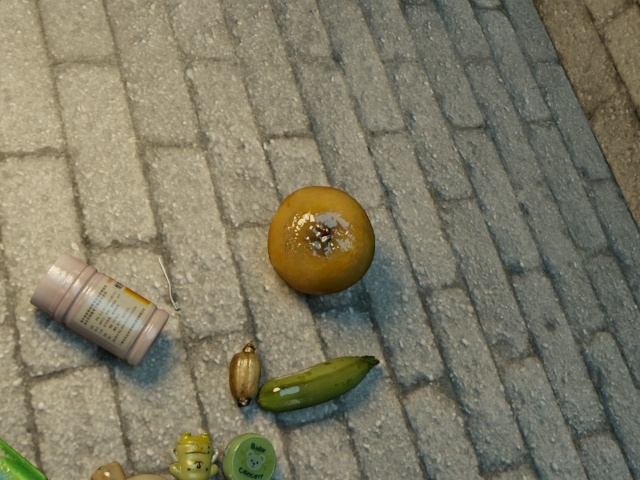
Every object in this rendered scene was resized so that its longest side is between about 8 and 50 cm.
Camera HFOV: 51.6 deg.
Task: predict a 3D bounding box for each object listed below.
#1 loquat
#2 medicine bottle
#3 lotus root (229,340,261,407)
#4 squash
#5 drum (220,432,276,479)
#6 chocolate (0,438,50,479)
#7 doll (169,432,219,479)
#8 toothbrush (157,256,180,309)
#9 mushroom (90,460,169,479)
[{"bbox_3d":[0.000,0.000,1.579,0.263,0.263,0.263,11,63,-22],"label":"loquat"},{"bbox_3d":[-0.448,0.142,1.356,0.249,0.133,0.133,32,57,-9],"label":"medicine bottle"},{"bbox_3d":[-0.166,0.295,1.469,0.072,0.063,0.152,-1,66,18],"label":"lotus root"},{"bbox_3d":[0.012,0.325,1.531,0.340,0.094,0.095,-11,73,-31],"label":"squash"},{"bbox_3d":[-0.153,0.530,1.372,0.130,0.049,0.253,14,71,-33],"label":"drum"},{"bbox_3d":[-0.625,0.374,1.180,0.291,0.110,0.110,42,56,0],"label":"chocolate"},{"bbox_3d":[-0.255,0.473,1.341,0.106,0.062,0.163,9,64,-26],"label":"doll"},{"bbox_3d":[-0.347,0.096,1.501,0.013,0.011,0.131,-19,77,-19],"label":"toothbrush"},{"bbox_3d":[-0.361,0.504,1.219,0.207,0.207,0.215,-19,44,-32],"label":"mushroom"}]
